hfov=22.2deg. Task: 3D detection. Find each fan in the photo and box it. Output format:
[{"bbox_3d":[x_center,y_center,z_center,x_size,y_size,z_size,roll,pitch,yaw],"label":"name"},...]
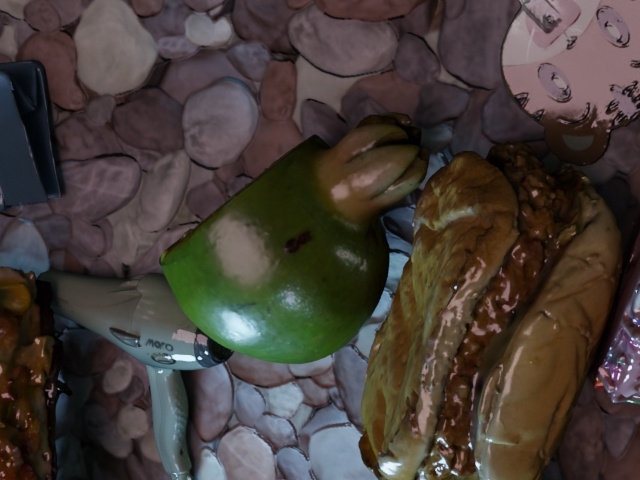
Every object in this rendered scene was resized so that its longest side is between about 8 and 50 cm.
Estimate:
[{"bbox_3d":[0.187,-0.180,1.315,0.227,0.008,0.152,49,118,7],"label":"fan"}]

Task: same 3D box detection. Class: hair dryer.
[{"bbox_3d":[-0.184,0.108,1.540,0.219,0.088,0.225,33,129,23],"label":"hair dryer"}]

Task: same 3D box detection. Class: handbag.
[{"bbox_3d":[-0.358,-0.092,1.579,0.221,0.057,0.144,-5,104,27],"label":"handbag"}]

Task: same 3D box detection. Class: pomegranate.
[{"bbox_3d":[-0.004,0.003,1.366,0.241,0.190,0.159,-42,93,-5],"label":"pomegranate"}]

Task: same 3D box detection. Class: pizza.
[{"bbox_3d":[-0.345,0.147,1.538,0.278,0.114,0.409,-50,57,31],"label":"pizza"}]

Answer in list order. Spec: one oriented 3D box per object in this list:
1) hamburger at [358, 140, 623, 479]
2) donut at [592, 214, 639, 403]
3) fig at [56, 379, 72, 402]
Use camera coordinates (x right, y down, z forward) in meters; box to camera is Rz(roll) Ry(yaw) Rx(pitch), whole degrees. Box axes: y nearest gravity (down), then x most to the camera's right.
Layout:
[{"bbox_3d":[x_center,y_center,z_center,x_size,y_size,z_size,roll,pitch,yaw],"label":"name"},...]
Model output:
[{"bbox_3d":[0.130,0.067,1.271,0.144,0.259,0.283,13,104,-6],"label":"hamburger"},{"bbox_3d":[0.267,0.029,1.209,0.085,0.233,0.199,21,124,6],"label":"donut"},{"bbox_3d":[-0.269,0.270,1.569,0.151,0.151,0.259,-11,93,28],"label":"fig"}]
